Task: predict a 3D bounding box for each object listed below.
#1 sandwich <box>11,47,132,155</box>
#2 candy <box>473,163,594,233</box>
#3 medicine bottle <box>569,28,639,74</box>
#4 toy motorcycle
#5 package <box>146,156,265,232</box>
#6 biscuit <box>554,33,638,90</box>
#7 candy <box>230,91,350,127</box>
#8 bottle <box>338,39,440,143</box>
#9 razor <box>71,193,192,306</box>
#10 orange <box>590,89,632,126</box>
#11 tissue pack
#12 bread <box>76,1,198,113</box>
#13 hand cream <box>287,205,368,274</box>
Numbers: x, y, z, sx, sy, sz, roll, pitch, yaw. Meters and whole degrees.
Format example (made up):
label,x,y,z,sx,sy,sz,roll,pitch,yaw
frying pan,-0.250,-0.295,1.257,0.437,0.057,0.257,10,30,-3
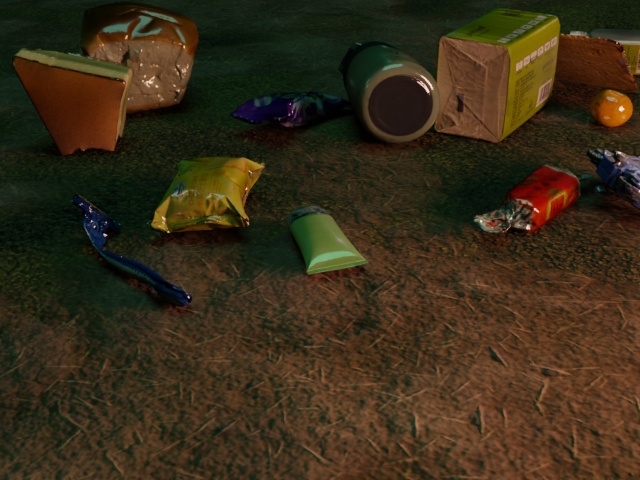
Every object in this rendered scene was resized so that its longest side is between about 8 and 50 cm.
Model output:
label,x,y,z,sx,sy,sz,roll,pitch,yaw
sandwich,-0.500,-0.272,1.851,0.220,0.186,0.108,13,25,-8
candy,0.354,-0.069,1.518,0.086,0.059,0.292,21,36,36
medicine bottle,0.685,-0.450,2.209,0.188,0.088,0.132,6,28,16
toy motorcycle,0.513,-0.101,1.539,0.114,0.076,0.205,19,22,-11
package,-0.186,-0.080,1.549,0.168,0.090,0.226,-2,29,5
biscuit,0.561,-0.392,2.030,0.237,0.013,0.232,16,-9,32
candy,-0.057,-0.278,1.950,0.145,0.070,0.275,13,22,34
bottle,0.132,-0.324,1.931,0.168,0.168,0.347,-5,23,-5
razor,-0.286,0.030,1.395,0.056,0.093,0.324,-51,45,-4
orange,0.583,-0.265,1.873,0.083,0.070,0.083,9,29,-5
tissue pack,0.360,-0.343,1.902,0.167,0.200,0.274,16,32,30
bread,-0.415,-0.416,2.087,0.279,0.225,0.250,-3,28,-12
hand cream,0.000,0.000,1.432,0.095,0.046,0.175,-9,34,-15
